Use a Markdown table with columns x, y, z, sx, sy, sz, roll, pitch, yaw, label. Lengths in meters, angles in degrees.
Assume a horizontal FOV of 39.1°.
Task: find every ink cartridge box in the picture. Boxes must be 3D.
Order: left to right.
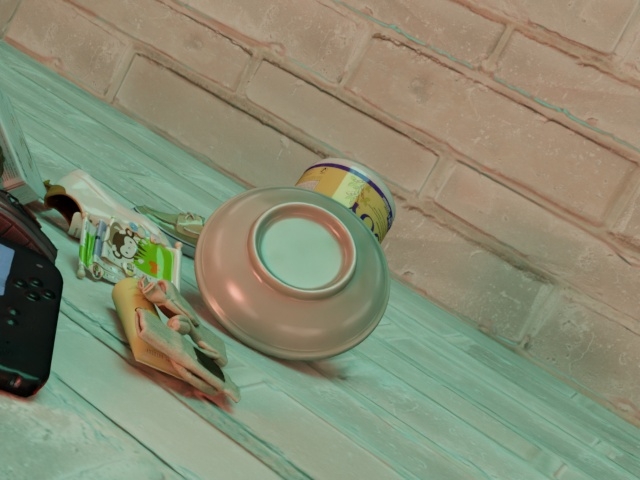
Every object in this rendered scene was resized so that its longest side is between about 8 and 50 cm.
| x | y | z | sx | sy | sz | roll | pitch | yaw | label |
| --- | --- | --- | --- | --- | --- | --- | --- | --- | --- |
| -0.627 | -0.197 | 1.782 | 0.239 | 0.060 | 0.275 | 118 | -51 | -78 | ink cartridge box |

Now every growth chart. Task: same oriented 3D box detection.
| x | y | z | sx | sy | sz | roll | pitch | yaw | label |
| --- | --- | --- | --- | --- | --- | --- | --- | --- | --- |
| -0.351 | 0.029 | 1.682 | 0.237 | 0.021 | 0.171 | 22 | 43 | -39 | growth chart |

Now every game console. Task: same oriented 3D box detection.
| x | y | z | sx | sy | sz | roll | pitch | yaw | label |
| --- | --- | --- | --- | --- | --- | --- | --- | --- | --- |
| -0.521 | 0.039 | 1.146 | 0.387 | 0.060 | 0.342 | 25 | 13 | -21 | game console |

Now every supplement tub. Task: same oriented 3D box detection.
| x | y | z | sx | sy | sz | roll | pitch | yaw | label |
| --- | --- | --- | --- | --- | --- | --- | --- | --- | --- |
| 0.000 | 0.000 | 2.012 | 0.241 | 0.331 | 0.241 | 20 | -38 | 17 | supplement tub |

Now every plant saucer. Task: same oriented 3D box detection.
| x | y | z | sx | sy | sz | roll | pitch | yaw | label |
| --- | --- | --- | --- | --- | --- | --- | --- | --- | --- |
| -0.042 | 0.037 | 1.767 | 0.401 | 0.400 | 0.100 | 28 | -36 | 1 | plant saucer |

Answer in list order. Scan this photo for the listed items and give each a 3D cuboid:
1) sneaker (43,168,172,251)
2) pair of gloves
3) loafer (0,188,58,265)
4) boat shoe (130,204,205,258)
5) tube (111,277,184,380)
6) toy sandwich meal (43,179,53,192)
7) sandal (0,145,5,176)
| x | y | z | sx | sy | sz | roll | pitch | yaw | label |
| --- | --- | --- | --- | --- | --- | --- | --- | --- | --- |
| -0.427 | -0.014 | 1.792 | 0.290 | 0.106 | 0.123 | 36 | 42 | 6 | sneaker |
| -0.207 | 0.147 | 1.413 | 0.204 | 0.042 | 0.240 | 47 | 6 | -20 | pair of gloves |
| -0.525 | -0.066 | 1.404 | 0.302 | 0.109 | 0.095 | 41 | 43 | -29 | loafer |
| -0.300 | -0.017 | 2.108 | 0.302 | 0.094 | 0.109 | 27 | 9 | -13 | boat shoe |
| -0.274 | 0.139 | 1.415 | 0.070 | 0.062 | 0.240 | -12 | 30 | -18 | tube |
| -0.584 | -0.110 | 1.972 | 0.086 | 0.029 | 0.085 | 28 | 9 | -5 | toy sandwich meal |
| -0.612 | -0.158 | 1.579 | 0.120 | 0.086 | 0.302 | 0 | 70 | -61 | sandal |
